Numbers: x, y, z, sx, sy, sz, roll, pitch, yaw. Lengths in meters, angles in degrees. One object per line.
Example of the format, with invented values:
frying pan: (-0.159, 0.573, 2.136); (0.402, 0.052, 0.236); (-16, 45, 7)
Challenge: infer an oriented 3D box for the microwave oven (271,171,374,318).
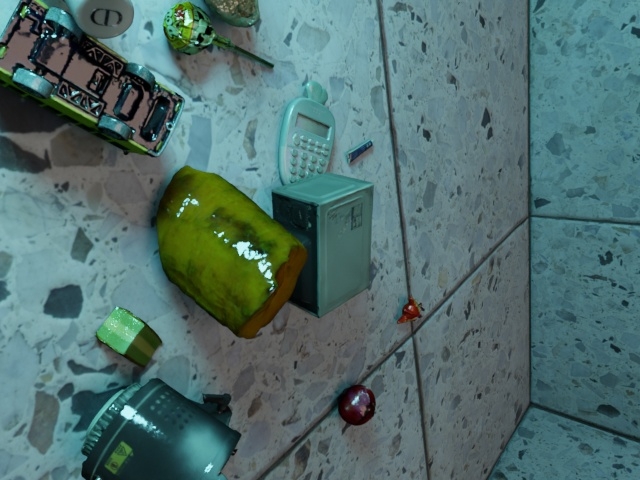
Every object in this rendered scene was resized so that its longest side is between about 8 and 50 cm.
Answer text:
microwave oven: (0.000, 0.000, 1.162); (0.237, 0.181, 0.295); (-24, 123, -42)

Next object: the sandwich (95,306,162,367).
sandwich: (-0.379, 0.195, 0.921); (0.074, 0.074, 0.116); (-58, 166, -25)

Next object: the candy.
candy: (-0.199, -0.409, 0.980); (0.305, 0.083, 0.091); (1, 95, -57)

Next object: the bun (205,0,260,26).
bun: (-0.184, -0.521, 0.889); (0.126, 0.204, 0.213); (-9, 128, -9)

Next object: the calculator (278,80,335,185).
calculator: (-0.035, -0.263, 1.204); (0.184, 0.042, 0.296); (8, 93, -49)

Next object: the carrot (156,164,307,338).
carrot: (-0.187, 0.031, 0.953); (0.241, 0.340, 0.242); (-42, 156, -24)

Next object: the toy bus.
toy bus: (-0.372, -0.247, 0.742); (0.262, 0.150, 0.128); (30, 78, -42)

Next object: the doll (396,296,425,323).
doll: (0.340, 0.263, 1.712); (0.169, 0.057, 0.109); (16, 102, -61)

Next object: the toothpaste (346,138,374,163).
toothpaste: (0.121, -0.276, 1.393); (0.140, 0.021, 0.037); (-39, 125, -35)

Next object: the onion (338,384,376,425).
onion: (0.115, 0.519, 1.456); (0.131, 0.131, 0.131); (-11, 105, -47)

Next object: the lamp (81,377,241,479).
lamp: (-0.294, 0.396, 0.842); (0.272, 0.374, 0.205); (28, 101, -15)

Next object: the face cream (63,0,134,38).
face cream: (-0.368, -0.430, 0.674); (0.143, 0.089, 0.315); (-13, 63, -46)
